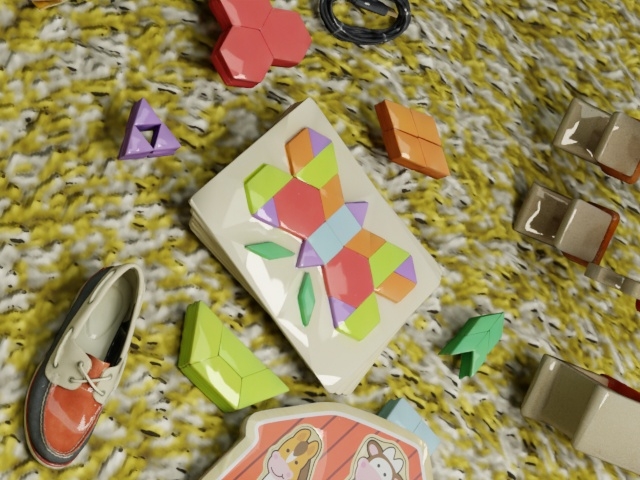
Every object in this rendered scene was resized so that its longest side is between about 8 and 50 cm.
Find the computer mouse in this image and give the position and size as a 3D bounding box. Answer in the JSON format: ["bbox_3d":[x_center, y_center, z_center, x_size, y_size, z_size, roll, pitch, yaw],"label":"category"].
[{"bbox_3d":[-0.030,-0.201,1.236,0.242,0.041,0.071,24,75,-36],"label":"computer mouse"}]

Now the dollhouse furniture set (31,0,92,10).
[{"bbox_3d":[-0.194,-0.231,1.131,0.076,0.058,0.152,-15,102,-46],"label":"dollhouse furniture set"}]

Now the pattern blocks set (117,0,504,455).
[{"bbox_3d":[0.000,0.000,1.168,0.325,0.026,0.285,41,59,-19],"label":"pattern blocks set"}]

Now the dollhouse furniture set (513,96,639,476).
[{"bbox_3d":[0.264,0.042,1.238,0.135,0.262,0.259,21,95,-31],"label":"dollhouse furniture set"}]

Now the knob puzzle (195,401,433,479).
[{"bbox_3d":[0.011,0.190,1.100,0.213,0.030,0.213,8,74,-30],"label":"knob puzzle"}]

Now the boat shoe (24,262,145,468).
[{"bbox_3d":[-0.143,0.075,1.039,0.049,0.043,0.137,33,58,-25],"label":"boat shoe"}]
